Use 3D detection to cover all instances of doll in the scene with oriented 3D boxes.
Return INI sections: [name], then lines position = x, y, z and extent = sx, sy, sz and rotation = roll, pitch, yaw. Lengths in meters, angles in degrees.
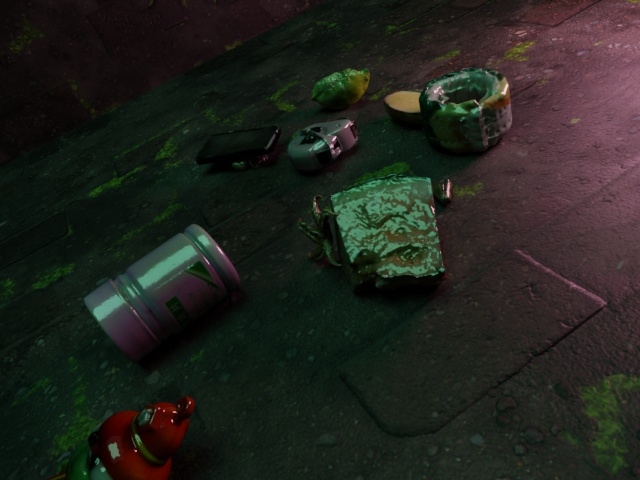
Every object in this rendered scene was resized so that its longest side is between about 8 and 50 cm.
[doll]
position = -0.369, 0.417, 0.928
extent = 0.363, 0.160, 0.182
rotation = -43, 36, 4

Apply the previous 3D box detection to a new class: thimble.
[thimble]
position = 0.433, -0.387, 1.494
extent = 0.255, 0.167, 0.288
rotation = -19, 37, 6

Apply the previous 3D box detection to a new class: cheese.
[cheese]
position = -0.280, -0.332, 1.896
extent = 0.065, 0.043, 0.193
rotation = -8, 39, 23

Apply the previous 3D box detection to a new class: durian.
[durian]
position = 0.081, -0.580, 1.930
extent = 0.250, 0.139, 0.101
rotation = -2, 48, 26

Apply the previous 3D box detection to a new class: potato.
[potato]
position = 0.305, -0.442, 1.700
extent = 0.164, 0.081, 0.200
rotation = -29, 40, -20

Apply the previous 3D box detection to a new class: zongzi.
[zongzi]
position = 0.313, -0.122, 1.347
extent = 0.083, 0.040, 0.076
rotation = -13, 44, 32

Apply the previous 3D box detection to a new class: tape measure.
[tape measure]
position = -0.013, -0.315, 1.681
extent = 0.236, 0.120, 0.197
rotation = 1, 46, 35

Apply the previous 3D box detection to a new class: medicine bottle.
[medicine bottle]
position = -0.389, 0.128, 1.260
extent = 0.326, 0.212, 0.212
rotation = -38, 40, -20

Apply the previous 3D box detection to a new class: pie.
[pie]
position = -0.073, -0.400, 1.890
extent = 0.085, 0.019, 0.084
rotation = -14, 38, 11

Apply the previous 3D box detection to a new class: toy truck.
[toy truck]
position = -0.232, -0.303, 1.841
extent = 0.044, 0.039, 0.083
rotation = 16, 53, 46

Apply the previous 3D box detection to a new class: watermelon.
[watermelon]
position = 0.158, 0.007, 1.201
extent = 0.265, 0.151, 0.301
rotation = -11, 56, 11

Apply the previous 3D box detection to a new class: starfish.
[starfish]
position = 0.007, -0.002, 1.244
extent = 0.057, 0.213, 0.238
rotation = -13, 47, -23

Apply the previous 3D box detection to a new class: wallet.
[wallet]
position = -0.305, -0.357, 1.868
extent = 0.318, 0.045, 0.172
rotation = -4, 46, 23
